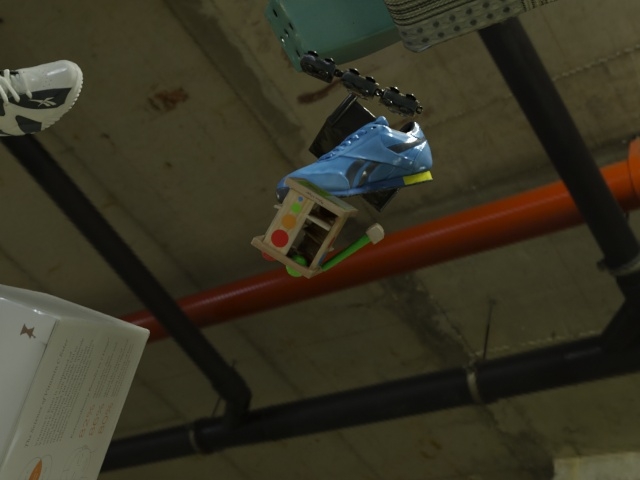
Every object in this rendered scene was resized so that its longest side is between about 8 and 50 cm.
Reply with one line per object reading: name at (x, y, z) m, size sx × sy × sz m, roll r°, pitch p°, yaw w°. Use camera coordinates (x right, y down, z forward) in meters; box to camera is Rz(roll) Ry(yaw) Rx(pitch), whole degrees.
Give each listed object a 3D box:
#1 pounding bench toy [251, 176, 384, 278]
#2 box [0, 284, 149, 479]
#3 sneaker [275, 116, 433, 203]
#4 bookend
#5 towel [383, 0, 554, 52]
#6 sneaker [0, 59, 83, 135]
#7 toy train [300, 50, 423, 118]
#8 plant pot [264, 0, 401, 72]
pounding bench toy at (0.000, 0.000, 0.629) m, size 0.083 × 0.052 × 0.065 m, roll 31°, pitch -81°, yaw 9°
box at (-0.197, 0.101, 0.536) m, size 0.091 × 0.130 × 0.170 m, roll 18°, pitch -7°, yaw 9°
sneaker at (0.034, -0.086, 0.885) m, size 0.069 × 0.209 × 0.082 m, roll -4°, pitch -82°, yaw 54°
bookend at (0.073, -0.136, 1.266) m, size 0.156 × 0.072 × 0.157 m, roll 41°, pitch -15°, yaw 0°
towel at (0.180, -0.316, 0.702) m, size 0.324 × 0.056 × 0.312 m, roll -16°, pitch -31°, yaw 17°
sneaker at (-0.468, -0.215, 1.165) m, size 0.235 × 0.094 × 0.153 m, roll -17°, pitch -18°, yaw 3°
toy train at (0.048, -0.185, 0.992) m, size 0.158 × 0.027 × 0.036 m, roll 24°, pitch -13°, yaw 1°
plant pot at (0.049, -0.353, 1.200) m, size 0.165 × 0.234 × 0.165 m, roll 60°, pitch -13°, yaw -4°
